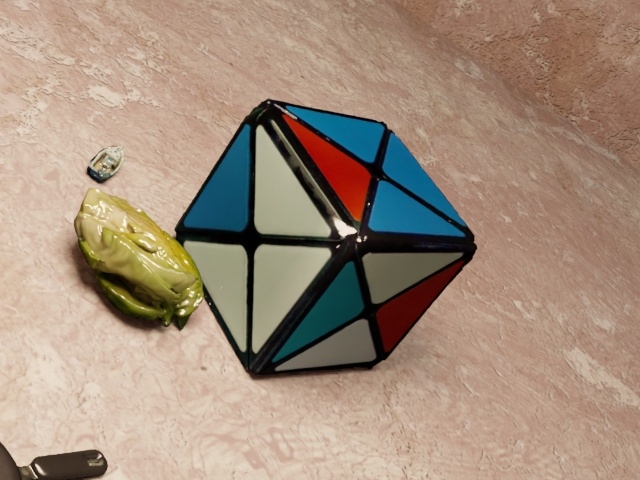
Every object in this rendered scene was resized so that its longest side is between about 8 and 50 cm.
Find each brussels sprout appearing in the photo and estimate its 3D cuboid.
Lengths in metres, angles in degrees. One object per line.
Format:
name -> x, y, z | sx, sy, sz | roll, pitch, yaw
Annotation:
brussels sprout -> -0.212, 0.021, 1.198 | 0.181, 0.100, 0.139 | 33, 20, -7

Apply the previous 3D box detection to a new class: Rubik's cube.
Rubik's cube -> 0.000, 0.000, 1.304 | 0.248, 0.250, 0.246 | 1, 46, -44

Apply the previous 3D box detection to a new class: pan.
pan -> -0.286, 0.207, 0.920 | 0.235, 0.028, 0.136 | 0, 47, -47

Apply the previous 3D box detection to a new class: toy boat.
toy boat -> -0.278, -0.106, 1.356 | 0.038, 0.038, 0.083 | 35, 31, -6
